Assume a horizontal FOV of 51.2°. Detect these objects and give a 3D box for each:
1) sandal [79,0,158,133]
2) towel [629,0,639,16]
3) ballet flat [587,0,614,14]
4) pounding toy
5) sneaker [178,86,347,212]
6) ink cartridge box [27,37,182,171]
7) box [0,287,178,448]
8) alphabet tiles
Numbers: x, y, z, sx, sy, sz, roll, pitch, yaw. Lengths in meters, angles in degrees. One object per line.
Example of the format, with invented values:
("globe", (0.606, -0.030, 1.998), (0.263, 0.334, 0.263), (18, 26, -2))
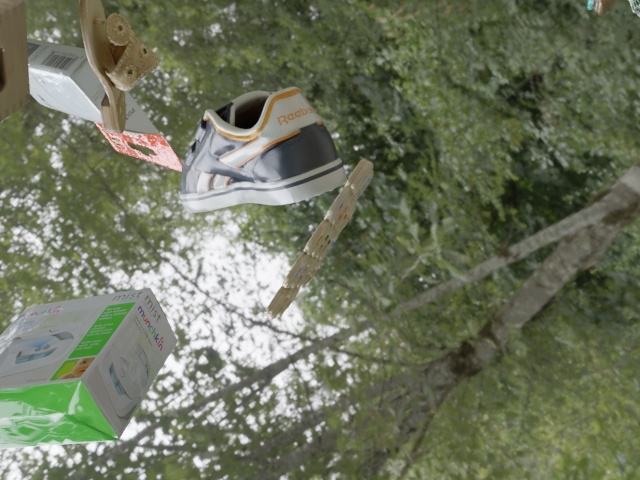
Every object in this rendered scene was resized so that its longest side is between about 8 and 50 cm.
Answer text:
("sandal", (-0.247, -0.227, 0.860), (0.079, 0.240, 0.088), (3, -122, -7))
("towel", (0.533, -0.452, 1.170), (0.113, 0.023, 0.152), (0, -116, -54))
("ballet flat", (0.428, -0.477, 0.885), (0.116, 0.124, 0.342), (5, -91, -74))
("pounding toy", (-0.430, -0.239, 0.705), (0.206, 0.181, 0.094), (20, -140, 2))
("sneaker", (-0.092, -0.111, 0.824), (0.126, 0.321, 0.127), (-29, -75, -33))
("ink cartridge box", (-0.528, -0.290, 1.576), (0.308, 0.091, 0.385), (19, 153, 36))
("box", (-0.401, 0.204, 1.071), (0.231, 0.262, 0.126), (-68, -37, -55))
("alphabet tiles", (0.000, 0.000, 1.063), (0.021, 0.284, 0.278), (33, 180, 6))
